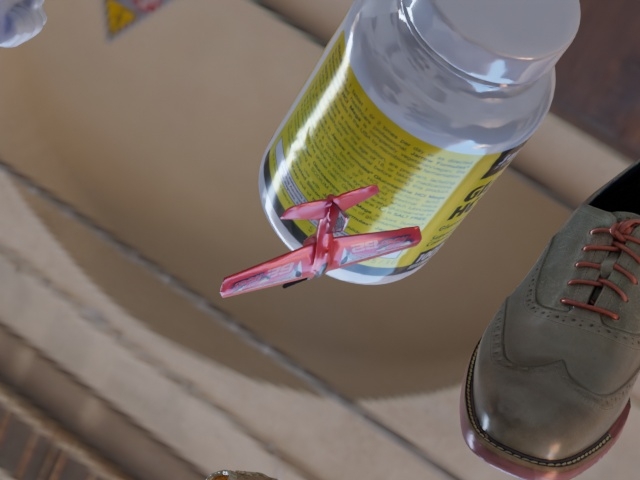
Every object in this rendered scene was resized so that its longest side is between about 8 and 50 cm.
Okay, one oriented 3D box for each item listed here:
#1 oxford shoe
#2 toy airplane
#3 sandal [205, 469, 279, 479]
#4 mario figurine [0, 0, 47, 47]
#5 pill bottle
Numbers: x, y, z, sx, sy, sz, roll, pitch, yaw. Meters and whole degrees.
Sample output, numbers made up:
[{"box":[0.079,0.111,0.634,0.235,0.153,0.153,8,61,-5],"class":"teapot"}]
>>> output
[{"box":[0.192,0.042,1.228,0.123,0.130,0.348,21,-144,11],"class":"oxford shoe"},{"box":[0.000,0.000,1.138,0.151,0.151,0.028,-5,-111,-40],"class":"toy airplane"},{"box":[-0.069,0.200,1.170,0.240,0.079,0.088,-7,-126,3],"class":"sandal"},{"box":[-0.263,-0.238,1.256,0.170,0.321,0.198,9,176,-22],"class":"mario figurine"},{"box":[0.084,-0.116,1.440,0.188,0.334,0.188,11,-124,-17],"class":"pill bottle"}]
